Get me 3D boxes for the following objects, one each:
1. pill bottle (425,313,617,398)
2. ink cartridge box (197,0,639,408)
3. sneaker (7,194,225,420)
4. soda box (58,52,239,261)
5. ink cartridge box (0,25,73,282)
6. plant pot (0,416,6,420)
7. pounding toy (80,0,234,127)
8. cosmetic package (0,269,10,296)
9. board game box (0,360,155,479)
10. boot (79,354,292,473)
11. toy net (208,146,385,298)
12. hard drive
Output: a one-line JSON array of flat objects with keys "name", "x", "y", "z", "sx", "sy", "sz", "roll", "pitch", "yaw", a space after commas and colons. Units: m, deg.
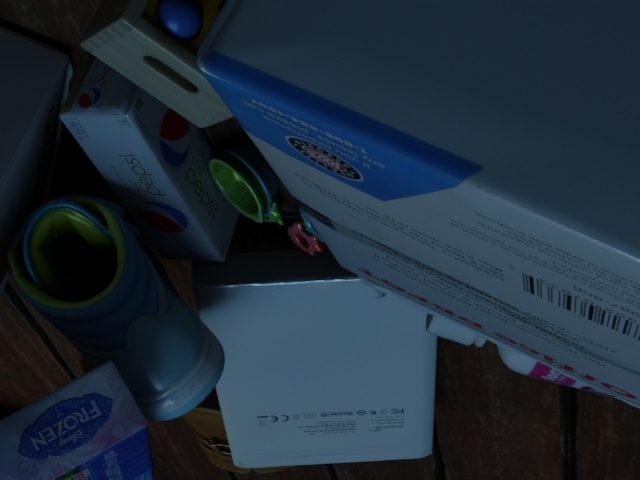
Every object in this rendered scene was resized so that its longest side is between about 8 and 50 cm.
[{"name": "pill bottle", "x": 0.239, "y": 0.048, "z": 0.978, "sx": 0.283, "sy": 0.160, "sz": 0.160, "roll": 14, "pitch": 148, "yaw": 3}, {"name": "ink cartridge box", "x": 0.131, "y": -0.043, "z": 0.718, "sx": 0.285, "sy": 0.166, "sz": 0.395, "roll": 25, "pitch": 171, "yaw": 16}, {"name": "sneaker", "x": -0.223, "y": 0.015, "z": 1.099, "sx": 0.319, "sy": 0.127, "sz": 0.208, "roll": 32, "pitch": 161, "yaw": 47}, {"name": "soda box", "x": -0.143, "y": -0.069, "z": 1.048, "sx": 0.069, "sy": 0.074, "sz": 0.216, "roll": 2, "pitch": 146, "yaw": 22}, {"name": "ink cartridge box", "x": -0.368, "y": 0.026, "z": 1.005, "sx": 0.160, "sy": 0.385, "sz": 0.279, "roll": 23, "pitch": 148, "yaw": -6}, {"name": "plant pot", "x": -0.425, "y": 0.363, "z": 1.752, "sx": 0.187, "sy": 0.205, "sz": 0.205, "roll": 0, "pitch": 148, "yaw": -3}, {"name": "pounding toy", "x": -0.065, "y": -0.161, "z": 0.836, "sx": 0.141, "sy": 0.130, "sz": 0.100, "roll": 34, "pitch": 156, "yaw": -26}, {"name": "cosmetic package", "x": -0.603, "y": 0.093, "z": 1.423, "sx": 0.230, "sy": 0.162, "sz": 0.453, "roll": 37, "pitch": 142, "yaw": -30}, {"name": "board game box", "x": -0.294, "y": 0.238, "z": 1.004, "sx": 0.066, "sy": 0.318, "sz": 0.319, "roll": 58, "pitch": 165, "yaw": 13}, {"name": "boot", "x": -0.144, "y": 0.203, "z": 1.457, "sx": 0.283, "sy": 0.109, "sz": 0.220, "roll": 3, "pitch": 146, "yaw": 1}, {"name": "toy net", "x": 0.000, "y": 0.000, "z": 1.031, "sx": 0.232, "sy": 0.045, "sz": 0.122, "roll": 35, "pitch": 153, "yaw": 31}, {"name": "hard drive", "x": 0.004, "y": 0.130, "z": 1.243, "sx": 0.233, "sy": 0.047, "sz": 0.353, "roll": -3, "pitch": 141, "yaw": 1}]
